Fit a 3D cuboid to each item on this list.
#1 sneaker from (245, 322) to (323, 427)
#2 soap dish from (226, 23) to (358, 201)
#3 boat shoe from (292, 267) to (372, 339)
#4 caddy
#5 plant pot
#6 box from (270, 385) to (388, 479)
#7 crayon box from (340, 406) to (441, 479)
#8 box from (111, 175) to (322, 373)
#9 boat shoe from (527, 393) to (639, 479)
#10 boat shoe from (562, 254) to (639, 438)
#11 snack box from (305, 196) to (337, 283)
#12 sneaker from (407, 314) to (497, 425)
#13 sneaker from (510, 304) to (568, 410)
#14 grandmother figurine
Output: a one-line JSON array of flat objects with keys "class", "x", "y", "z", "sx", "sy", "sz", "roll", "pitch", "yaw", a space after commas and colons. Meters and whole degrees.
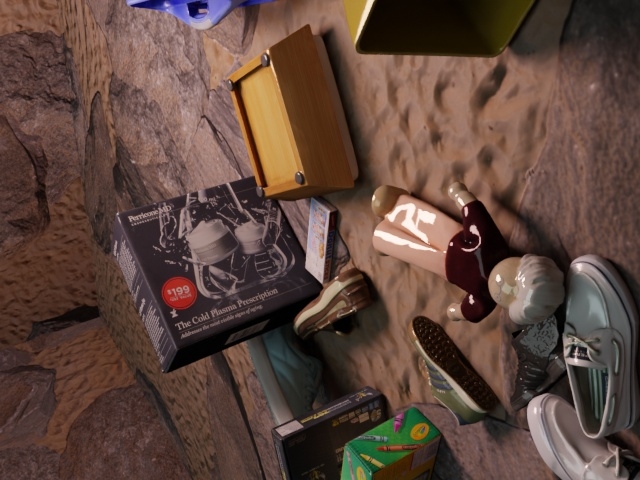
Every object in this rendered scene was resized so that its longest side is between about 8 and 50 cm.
[{"class": "sneaker", "x": -0.050, "y": 0.325, "z": 1.398, "sx": 0.135, "sy": 0.150, "sz": 0.366, "roll": 86, "pitch": 162, "yaw": -55}, {"class": "soap dish", "x": -0.059, "y": -0.216, "z": 1.173, "sx": 0.229, "sy": 0.118, "sz": 0.291, "roll": -6, "pitch": 102, "yaw": 59}, {"class": "boat shoe", "x": 0.023, "y": 0.156, "z": 1.269, "sx": 0.095, "sy": 0.095, "sz": 0.257, "roll": 56, "pitch": 146, "yaw": 14}, {"class": "caddy", "x": -0.219, "y": -0.483, "z": 1.171, "sx": 0.341, "sy": 0.241, "sz": 0.179, "roll": 21, "pitch": 117, "yaw": 53}, {"class": "plant pot", "x": 0.133, "y": -0.356, "z": 0.725, "sx": 0.212, "sy": 0.212, "sz": 0.187, "roll": 116, "pitch": 141, "yaw": -50}, {"class": "box", "x": 0.031, "y": 0.418, "z": 1.257, "sx": 0.059, "sy": 0.233, "sz": 0.183, "roll": 15, "pitch": 118, "yaw": 62}, {"class": "crayon box", "x": 0.123, "y": 0.465, "z": 1.201, "sx": 0.081, "sy": 0.165, "sz": 0.278, "roll": 40, "pitch": 137, "yaw": 41}, {"class": "box", "x": -0.230, "y": 0.064, "z": 1.376, "sx": 0.312, "sy": 0.343, "sz": 0.179, "roll": 61, "pitch": 149, "yaw": 16}, {"class": "boat shoe", "x": 0.372, "y": 0.298, "z": 0.801, "sx": 0.258, "sy": 0.095, "sz": 0.084, "roll": 52, "pitch": 141, "yaw": 12}, {"class": "boat shoe", "x": 0.336, "y": 0.133, "z": 0.768, "sx": 0.083, "sy": 0.076, "sz": 0.226, "roll": -8, "pitch": 99, "yaw": 59}, {"class": "snack box", "x": 0.000, "y": 0.000, "z": 1.287, "sx": 0.064, "sy": 0.022, "sz": 0.178, "roll": 42, "pitch": 139, "yaw": 41}, {"class": "sneaker", "x": 0.198, "y": 0.222, "z": 1.046, "sx": 0.192, "sy": 0.064, "sz": 0.086, "roll": 51, "pitch": 139, "yaw": 25}, {"class": "sneaker", "x": 0.296, "y": 0.160, "z": 0.878, "sx": 0.089, "sy": 0.051, "sz": 0.170, "roll": 55, "pitch": 141, "yaw": 26}, {"class": "grandmother figurine", "x": 0.198, "y": 0.027, "z": 0.896, "sx": 0.342, "sy": 0.104, "sz": 0.208, "roll": 30, "pitch": 139, "yaw": 56}]
